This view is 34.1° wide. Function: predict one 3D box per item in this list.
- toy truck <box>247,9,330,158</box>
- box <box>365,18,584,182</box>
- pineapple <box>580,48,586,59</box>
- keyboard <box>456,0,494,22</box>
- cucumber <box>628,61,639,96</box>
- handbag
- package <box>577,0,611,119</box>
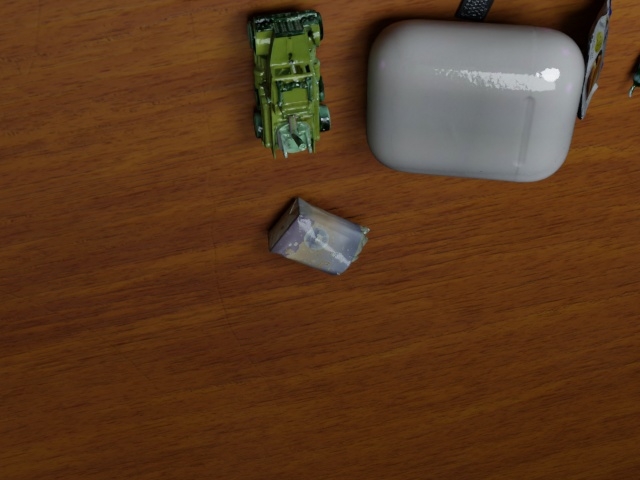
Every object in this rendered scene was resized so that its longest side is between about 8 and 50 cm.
[{"bbox_3d":[-0.043,-0.242,1.694,0.128,0.135,0.260,-8,132,-7],"label":"toy truck"},{"bbox_3d":[0.250,-0.229,1.737,0.348,0.141,0.289,5,134,6],"label":"box"},{"bbox_3d":[0.425,-0.292,1.830,0.114,0.077,0.114,-56,158,21],"label":"pineapple"},{"bbox_3d":[0.271,-0.422,1.688,0.053,0.010,0.155,7,131,-19],"label":"keyboard"},{"bbox_3d":[0.620,-0.350,1.822,0.056,0.056,0.250,17,126,-28],"label":"cucumber"},{"bbox_3d":[0.000,0.000,1.971,0.173,0.095,0.117,21,129,-27],"label":"handbag"},{"bbox_3d":[0.462,-0.316,1.747,0.027,0.173,0.171,15,139,21],"label":"package"}]
